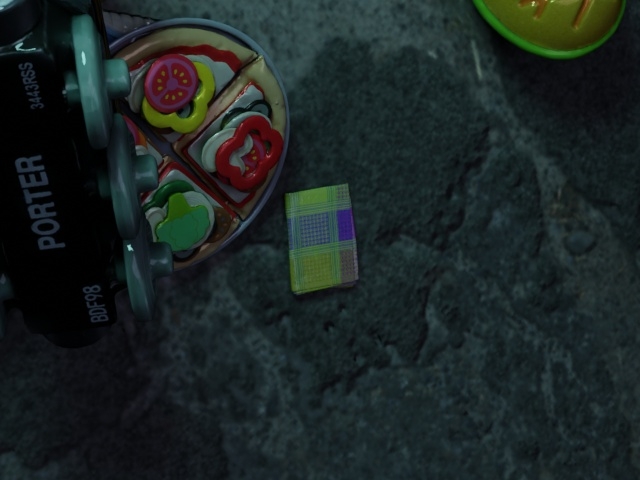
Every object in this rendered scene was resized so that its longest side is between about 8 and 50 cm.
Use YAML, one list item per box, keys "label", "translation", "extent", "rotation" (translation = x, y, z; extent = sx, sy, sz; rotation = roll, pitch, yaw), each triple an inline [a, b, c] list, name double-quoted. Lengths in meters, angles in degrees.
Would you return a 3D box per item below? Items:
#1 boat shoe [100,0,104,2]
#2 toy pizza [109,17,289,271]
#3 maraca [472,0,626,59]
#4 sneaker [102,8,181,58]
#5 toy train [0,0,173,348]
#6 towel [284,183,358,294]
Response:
- label: "boat shoe"
  translation: [-0.265, -0.276, 1.267]
  extent: [0.341, 0.110, 0.121]
  rotation: [44, 77, -7]
- label: "toy pizza"
  translation: [-0.106, -0.063, 1.392]
  extent: [0.201, 0.032, 0.201]
  rotation: [-15, 121, -27]
- label: "maraca"
  translation: [0.163, -0.225, 1.519]
  extent: [0.127, 0.099, 0.185]
  rotation: [-38, 87, -22]
- label: "sneaker"
  translation: [-0.170, -0.130, 1.364]
  extent: [0.162, 0.063, 0.073]
  rotation: [7, 96, -29]
- label: "toy train"
  translation: [-0.174, -0.078, 1.181]
  extent: [0.142, 0.190, 0.334]
  rotation: [-7, 143, 0]
- label: "towel"
  translation: [0.000, 0.000, 1.503]
  extent: [0.060, 0.009, 0.083]
  rotation: [-10, 100, -27]
